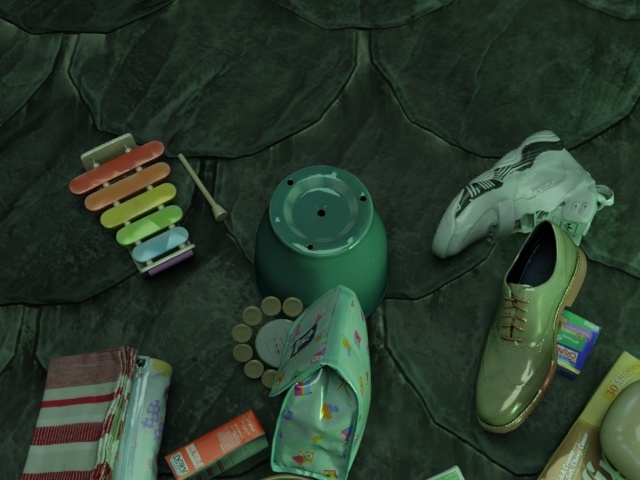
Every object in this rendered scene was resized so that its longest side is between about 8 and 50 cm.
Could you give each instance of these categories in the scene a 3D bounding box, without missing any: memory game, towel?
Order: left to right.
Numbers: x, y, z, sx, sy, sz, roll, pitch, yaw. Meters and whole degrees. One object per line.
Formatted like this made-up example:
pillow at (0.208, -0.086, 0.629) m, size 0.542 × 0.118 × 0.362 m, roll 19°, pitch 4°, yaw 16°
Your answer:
towel at (-0.430, 0.347, 1.530) m, size 0.237 × 0.037 × 0.328 m, roll -15°, pitch 57°, yaw 38°
memory game at (-0.070, 0.185, 1.623) m, size 0.186 × 0.012 × 0.186 m, roll 0°, pitch 108°, yaw 1°

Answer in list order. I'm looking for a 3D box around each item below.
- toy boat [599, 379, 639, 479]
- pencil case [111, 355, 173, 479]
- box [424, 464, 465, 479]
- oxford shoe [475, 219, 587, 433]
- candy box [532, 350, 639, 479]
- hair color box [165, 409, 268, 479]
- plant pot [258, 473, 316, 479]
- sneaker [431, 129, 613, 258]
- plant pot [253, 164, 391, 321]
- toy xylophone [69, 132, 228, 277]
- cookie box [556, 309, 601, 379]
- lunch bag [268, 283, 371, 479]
toy boat at (0.631, 0.302, 1.471) m, size 0.267 × 0.148 × 0.318 m, roll 37°, pitch 76°, yaw 18°
pencil case at (-0.326, 0.338, 1.557) m, size 0.114 × 0.124 × 0.273 m, roll 14°, pitch 63°, yaw -21°
box at (0.199, 0.447, 1.506) m, size 0.101 × 0.102 × 0.087 m, roll -21°, pitch 67°, yaw -11°
oxford shoe at (0.353, 0.145, 1.603) m, size 0.141 × 0.146 × 0.396 m, roll 6°, pitch 63°, yaw 38°
candy box at (0.514, 0.371, 1.547) m, size 0.183 × 0.087 × 0.316 m, roll 35°, pitch 69°, yaw 16°
hair color box at (-0.178, 0.367, 1.557) m, size 0.167 × 0.093 × 0.053 m, roll -28°, pitch 65°, yaw -13°
plant pot at (-0.054, 0.514, 1.472) m, size 0.238 × 0.109 × 0.237 m, roll -1°, pitch 64°, yaw 1°
sneaker at (0.397, -0.050, 1.731) m, size 0.366 × 0.137 × 0.210 m, roll -39°, pitch 66°, yaw -20°
plant pot at (0.000, 0.000, 1.648) m, size 0.272 × 0.255 × 0.271 m, roll -1°, pitch 63°, yaw 1°
toy xylophone at (-0.337, -0.078, 1.789) m, size 0.236 × 0.081 × 0.322 m, roll -35°, pitch 68°, yaw -16°
cookie box at (0.456, 0.191, 1.665) m, size 0.092 × 0.040 × 0.107 m, roll 27°, pitch 68°, yaw 13°
lunch bag at (0.007, 0.232, 1.489) m, size 0.160 × 0.262 × 0.223 m, roll 9°, pitch 32°, yaw 6°
